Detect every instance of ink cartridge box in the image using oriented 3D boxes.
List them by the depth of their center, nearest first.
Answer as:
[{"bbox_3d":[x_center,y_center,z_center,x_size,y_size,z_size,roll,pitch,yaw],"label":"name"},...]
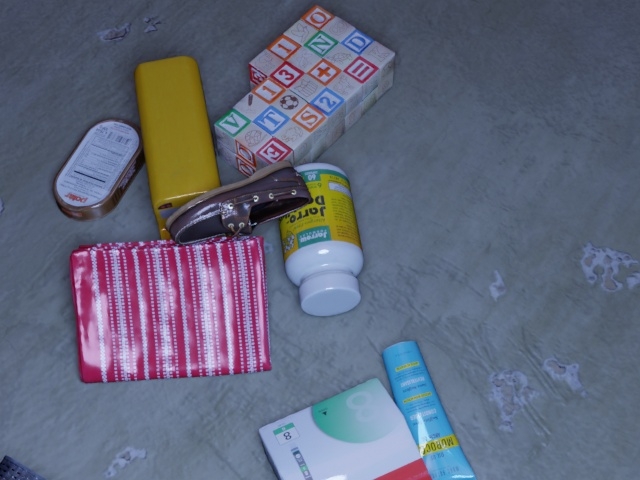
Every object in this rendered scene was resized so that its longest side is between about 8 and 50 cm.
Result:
[{"bbox_3d":[0.042,0.294,1.269,0.181,0.056,0.224,-21,37,-12],"label":"ink cartridge box"}]

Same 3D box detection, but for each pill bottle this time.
[{"bbox_3d":[0.000,0.000,1.450,0.117,0.117,0.208,-7,60,-4],"label":"pill bottle"}]

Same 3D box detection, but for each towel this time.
[{"bbox_3d":[-0.212,0.097,1.398,0.275,0.031,0.199,-4,88,-1],"label":"towel"}]

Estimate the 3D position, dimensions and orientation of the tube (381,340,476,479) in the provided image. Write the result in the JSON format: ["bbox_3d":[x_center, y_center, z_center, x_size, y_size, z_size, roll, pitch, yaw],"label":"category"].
[{"bbox_3d":[0.140,0.241,1.351,0.080,0.052,0.207,-19,67,1],"label":"tube"}]

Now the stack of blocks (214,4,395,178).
[{"bbox_3d":[-0.038,-0.231,1.605,0.171,0.087,0.297,35,66,20],"label":"stack of blocks"}]

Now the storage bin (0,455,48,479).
[{"bbox_3d":[-0.339,0.361,1.236,0.180,0.122,0.084,27,63,16],"label":"storage bin"}]

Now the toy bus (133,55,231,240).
[{"bbox_3d":[-0.209,-0.113,1.511,0.108,0.130,0.332,-10,60,-5],"label":"toy bus"}]

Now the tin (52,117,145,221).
[{"bbox_3d":[-0.350,-0.116,1.571,0.106,0.040,0.189,18,61,16],"label":"tin"}]

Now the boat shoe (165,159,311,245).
[{"bbox_3d":[-0.112,-0.042,1.381,0.207,0.073,0.073,-27,70,-13],"label":"boat shoe"}]
